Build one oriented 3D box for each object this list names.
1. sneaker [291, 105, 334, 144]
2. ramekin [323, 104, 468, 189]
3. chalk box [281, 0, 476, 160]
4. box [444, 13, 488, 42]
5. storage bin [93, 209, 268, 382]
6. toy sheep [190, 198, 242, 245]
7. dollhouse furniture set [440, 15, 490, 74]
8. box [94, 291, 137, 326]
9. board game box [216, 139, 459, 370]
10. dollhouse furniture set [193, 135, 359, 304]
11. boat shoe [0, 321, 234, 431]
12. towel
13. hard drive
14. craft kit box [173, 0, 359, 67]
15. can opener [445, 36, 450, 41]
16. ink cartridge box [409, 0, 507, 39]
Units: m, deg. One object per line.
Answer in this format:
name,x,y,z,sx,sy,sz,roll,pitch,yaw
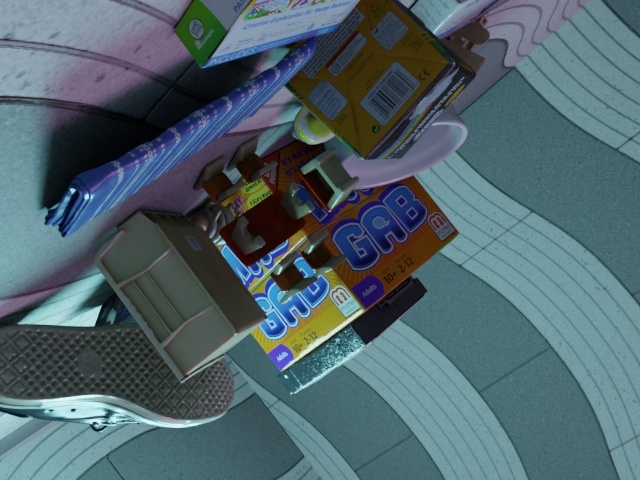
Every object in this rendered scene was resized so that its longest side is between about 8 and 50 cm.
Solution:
sneaker,0.037,-0.253,1.418,0.240,0.091,0.126,-37,-166,-19
ramekin,0.131,-0.216,1.564,0.277,0.135,0.277,-18,166,-5
chalk box,0.094,-0.237,1.168,0.180,0.179,0.289,-47,172,16
box,0.300,-0.451,1.726,0.136,0.028,0.081,-40,175,41
storage bin,-0.232,0.083,1.394,0.123,0.260,0.262,-38,175,6
toy sheep,-0.203,-0.032,1.592,0.091,0.091,0.132,-41,151,28
dollhouse furniture set,0.295,-0.365,1.580,0.144,0.123,0.151,-58,154,4
box,-0.345,0.158,1.641,0.270,0.143,0.165,-41,-152,37
board game box,0.000,0.000,1.778,0.356,0.356,0.356,-34,174,-42
dollhouse furniture set,-0.061,-0.050,1.438,0.259,0.262,0.135,-36,178,-32
boat shoe,-0.381,0.242,1.447,0.500,0.186,0.156,12,156,-38
towel,-0.174,-0.124,0.981,0.336,0.040,0.243,-38,-173,-26
hard drive,0.068,0.214,1.809,0.237,0.064,0.339,-35,174,-41
craft kit box,0.004,-0.292,0.817,0.247,0.061,0.250,-38,177,39
can opener,0.189,-0.354,1.611,0.186,0.059,0.073,-36,175,-17
ink cartridge box,0.297,-0.461,1.359,0.296,0.066,0.261,-35,176,-34
